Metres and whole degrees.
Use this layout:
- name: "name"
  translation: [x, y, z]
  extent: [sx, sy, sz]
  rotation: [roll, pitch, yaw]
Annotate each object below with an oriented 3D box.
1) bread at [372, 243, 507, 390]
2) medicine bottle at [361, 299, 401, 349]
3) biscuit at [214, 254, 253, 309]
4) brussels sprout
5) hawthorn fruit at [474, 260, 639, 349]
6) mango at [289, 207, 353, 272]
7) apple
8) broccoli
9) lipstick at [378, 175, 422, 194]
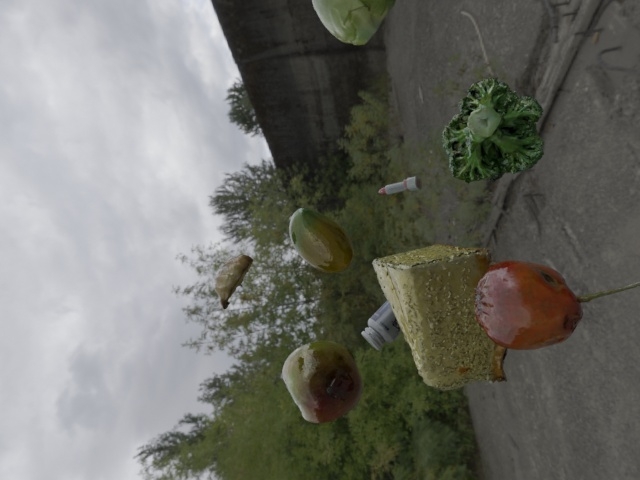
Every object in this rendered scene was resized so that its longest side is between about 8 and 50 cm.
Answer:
- name: "bread"
  translation: [0.294, 0.168, 1.010]
  extent: [0.279, 0.249, 0.315]
  rotation: [-138, 39, -73]
- name: "medicine bottle"
  translation: [0.230, 0.270, 1.345]
  extent: [0.107, 0.191, 0.107]
  rotation: [44, 169, 11]
- name: "biscuit"
  translation: [-0.215, 0.084, 0.985]
  extent: [0.118, 0.061, 0.183]
  rotation: [-61, 3, 9]
- name: "brussels sprout"
  translation: [0.041, -0.401, 0.636]
  extent: [0.152, 0.122, 0.149]
  rotation: [-19, 64, 52]
- name: "hawthorn fruit"
  translation: [0.409, 0.097, 0.678]
  extent: [0.165, 0.286, 0.165]
  rotation: [-12, -90, -82]
- name: "mango"
  translation: [0.000, 0.000, 1.000]
  extent: [0.194, 0.130, 0.091]
  rotation: [54, -163, -23]
- name: "apple"
  translation: [0.007, 0.351, 1.031]
  extent: [0.207, 0.189, 0.173]
  rotation: [52, 158, 43]
- name: "broccoli"
  translation: [0.429, -0.288, 1.024]
  extent: [0.269, 0.254, 0.269]
  rotation: [42, -143, -43]
- name: "lipstick"
  translation: [0.327, -0.226, 1.692]
  extent: [0.063, 0.186, 0.057]
  rotation: [14, -107, -50]
